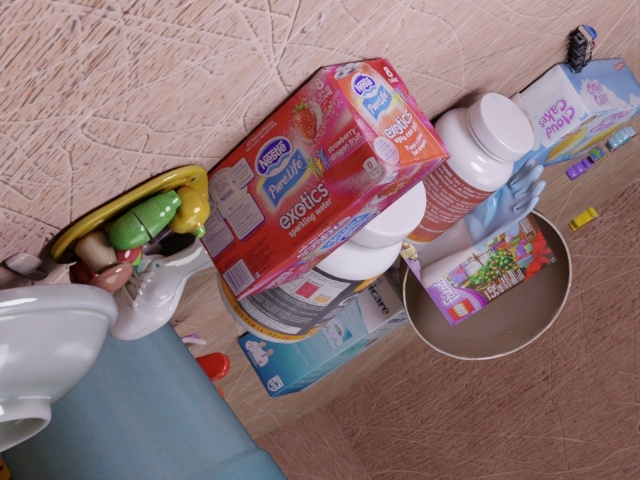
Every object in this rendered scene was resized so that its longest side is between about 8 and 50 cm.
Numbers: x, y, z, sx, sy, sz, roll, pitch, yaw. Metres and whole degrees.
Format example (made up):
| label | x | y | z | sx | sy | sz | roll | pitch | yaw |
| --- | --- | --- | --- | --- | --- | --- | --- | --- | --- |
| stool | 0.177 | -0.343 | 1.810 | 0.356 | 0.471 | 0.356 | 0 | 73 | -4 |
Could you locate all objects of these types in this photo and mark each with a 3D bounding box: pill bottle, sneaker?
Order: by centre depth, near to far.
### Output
| label | x | y | z | sx | sy | sz | roll | pitch | yaw |
| --- | --- | --- | --- | --- | --- | --- | --- | --- | --- |
| sneaker | -0.187 | 0.032 | 1.638 | 0.212 | 0.080 | 0.094 | -43 | 154 | 21 |
| pill bottle | 0.000 | 0.000 | 1.740 | 0.162 | 0.162 | 0.278 | -23 | 167 | -39 |
| pill bottle | 0.172 | -0.095 | 1.897 | 0.121 | 0.121 | 0.216 | -19 | 164 | -49 |

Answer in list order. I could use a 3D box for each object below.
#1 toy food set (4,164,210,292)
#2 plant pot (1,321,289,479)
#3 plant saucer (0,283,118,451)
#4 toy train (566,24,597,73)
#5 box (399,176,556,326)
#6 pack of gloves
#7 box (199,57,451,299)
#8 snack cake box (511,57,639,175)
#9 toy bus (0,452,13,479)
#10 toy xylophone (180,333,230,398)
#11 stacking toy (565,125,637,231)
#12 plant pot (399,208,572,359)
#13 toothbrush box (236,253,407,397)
| label | x | y | z | sx | sy | sz | roll | pitch | yaw |
| --- | --- | --- | --- | --- | --- | --- | --- | --- | --- |
| toy food set | -0.195 | 0.008 | 1.465 | 0.218 | 0.071 | 0.128 | -30 | 169 | -8 |
| plant pot | -0.239 | 0.268 | 1.818 | 0.341 | 0.334 | 0.341 | -30 | 169 | -6 |
| plant saucer | -0.374 | 0.161 | 1.404 | 0.400 | 0.101 | 0.400 | -20 | 168 | -4 |
| toy train | 0.346 | -0.253 | 1.926 | 0.036 | 0.027 | 0.158 | -36 | 170 | 3 |
| box | 0.223 | -0.009 | 2.224 | 0.201 | 0.057 | 0.293 | -33 | 137 | 5 |
| pack of gloves | 0.197 | -0.077 | 1.988 | 0.232 | 0.195 | 0.046 | -38 | 134 | 27 |
| box | -0.009 | -0.062 | 1.512 | 0.257 | 0.128 | 0.122 | -40 | 167 | 37 |
| snack cake box | 0.360 | -0.183 | 2.119 | 0.152 | 0.089 | 0.264 | -37 | 169 | 31 |
| toy bus | -0.468 | 0.362 | 1.970 | 0.108 | 0.130 | 0.333 | -38 | -168 | 30 |
| toy xylophone | -0.249 | 0.284 | 2.080 | 0.236 | 0.323 | 0.081 | -11 | 153 | 30 |
| stacking toy | 0.459 | -0.142 | 2.375 | 0.221 | 0.167 | 0.052 | -35 | 169 | 14 |
| plant pot | 0.255 | 0.031 | 2.441 | 0.284 | 0.284 | 0.191 | -33 | -154 | 5 |
| toothbrush box | 0.030 | 0.147 | 2.601 | 0.295 | 0.126 | 0.216 | -35 | 169 | 12 |
